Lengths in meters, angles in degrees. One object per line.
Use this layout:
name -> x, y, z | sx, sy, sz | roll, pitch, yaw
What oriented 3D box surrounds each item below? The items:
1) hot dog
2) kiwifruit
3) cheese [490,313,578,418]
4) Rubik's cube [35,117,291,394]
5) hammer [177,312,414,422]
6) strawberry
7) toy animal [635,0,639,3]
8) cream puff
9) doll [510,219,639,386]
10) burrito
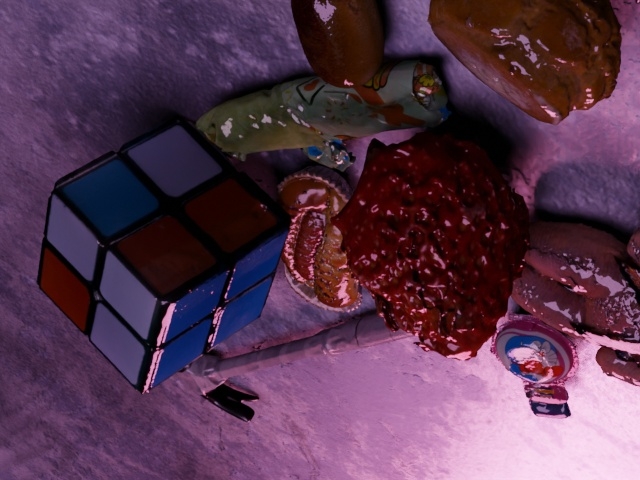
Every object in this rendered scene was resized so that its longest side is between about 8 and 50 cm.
hot dog -> 0.000, 0.000, 1.533 | 0.099, 0.053, 0.192 | 14, 139, 15
kiwifruit -> 0.016, -0.189, 1.312 | 0.075, 0.075, 0.124 | 4, 129, 29
cheese -> 0.223, 0.129, 1.538 | 0.095, 0.038, 0.145 | 3, 132, 31
Rubik's cube -> -0.160, 0.012, 1.516 | 0.180, 0.183, 0.167 | 42, 142, 17
hammer -> -0.014, 0.112, 1.669 | 0.427, 0.044, 0.152 | -20, 120, 43
strawberry -> 0.111, 0.010, 1.358 | 0.184, 0.201, 0.187 | 6, 143, -31
toy animal -> 0.301, -0.204, 1.085 | 0.210, 0.117, 0.121 | 22, 133, 14
cream puff -> 0.168, -0.172, 1.192 | 0.165, 0.115, 0.150 | 39, 177, -21
doll -> 0.299, 0.091, 1.367 | 0.303, 0.156, 0.201 | 20, 140, 19
burrito -> 0.007, -0.108, 1.420 | 0.288, 0.054, 0.104 | -6, 130, 35
